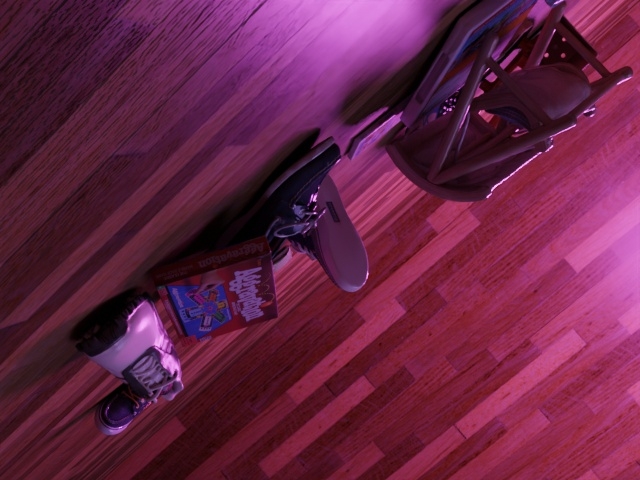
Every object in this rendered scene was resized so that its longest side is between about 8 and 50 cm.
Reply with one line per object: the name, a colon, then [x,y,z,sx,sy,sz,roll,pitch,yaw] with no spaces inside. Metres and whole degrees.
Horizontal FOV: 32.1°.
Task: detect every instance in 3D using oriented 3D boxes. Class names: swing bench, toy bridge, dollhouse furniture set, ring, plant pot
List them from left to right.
dollhouse furniture set: [-0.033,0.026,2.100,0.151,0.058,0.076,-40,174,-6]
ring: [0.292,-0.237,1.979,0.337,0.032,0.336,-54,-176,6]
toy bridge: [0.276,-0.298,1.800,0.063,0.026,0.188,-36,174,-48]
swing bench: [0.270,-0.182,1.589,0.253,0.165,0.255,-35,170,-49]
plant pot: [0.449,-0.363,2.115,0.109,0.109,0.096,-42,-172,18]

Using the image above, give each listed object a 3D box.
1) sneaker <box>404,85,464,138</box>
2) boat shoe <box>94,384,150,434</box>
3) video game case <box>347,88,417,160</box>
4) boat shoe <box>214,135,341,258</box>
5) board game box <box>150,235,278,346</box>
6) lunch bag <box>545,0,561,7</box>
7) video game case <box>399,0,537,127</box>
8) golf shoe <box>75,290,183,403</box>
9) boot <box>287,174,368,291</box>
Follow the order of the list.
sneaker: [0.180,-0.184,1.838,0.085,0.086,0.237,-37,159,-28]
boat shoe: [-0.346,0.287,2.058,0.083,0.065,0.183,-47,178,30]
video game case: [0.093,-0.170,1.639,0.122,0.011,0.087,-40,175,-13]
boat shoe: [-0.044,-0.034,1.420,0.254,0.079,0.095,-44,174,35]
board game box: [-0.130,0.072,1.450,0.145,0.027,0.281,-18,161,-6]
lunch bag: [0.285,-0.329,1.368,0.083,0.071,0.053,-35,170,-41]
video game case: [0.221,-0.276,1.529,0.204,0.025,0.285,-39,173,-22]
golf shoe: [-0.223,0.140,1.400,0.105,0.120,0.273,-39,173,-4]
boot: [0.000,0.000,1.496,0.069,0.190,0.086,7,143,-39]
